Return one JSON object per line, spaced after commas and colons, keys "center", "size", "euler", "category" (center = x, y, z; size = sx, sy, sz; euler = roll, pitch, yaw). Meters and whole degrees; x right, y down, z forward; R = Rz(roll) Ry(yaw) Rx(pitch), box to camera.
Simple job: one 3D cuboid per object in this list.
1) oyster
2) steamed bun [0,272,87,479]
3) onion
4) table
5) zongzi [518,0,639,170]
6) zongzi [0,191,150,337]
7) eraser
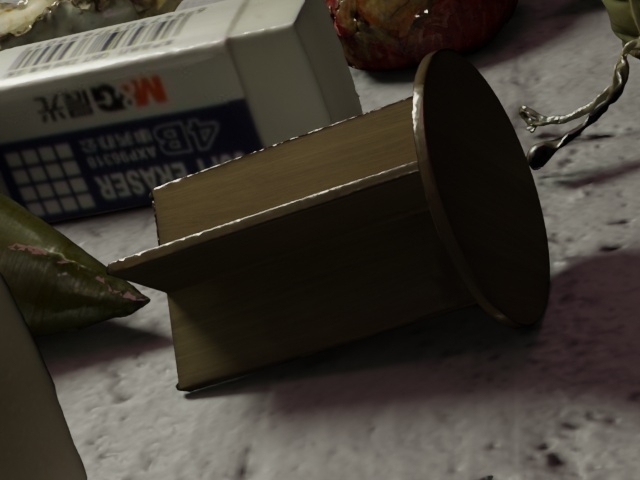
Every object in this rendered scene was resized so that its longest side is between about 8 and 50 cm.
{"center": [-0.268, -0.157, 1.672], "size": [0.166, 0.110, 0.341], "euler": [13, 38, 40], "category": "oyster"}
{"center": [-0.255, 0.081, 1.047], "size": [0.164, 0.242, 0.146], "euler": [-7, 26, 36], "category": "steamed bun"}
{"center": [0.067, -0.221, 1.517], "size": [0.184, 0.147, 0.184], "euler": [-9, 40, 7], "category": "onion"}
{"center": [0.000, 0.000, 1.146], "size": [0.226, 0.167, 0.167], "euler": [-18, 24, 24], "category": "table"}
{"center": [0.364, -0.194, 1.234], "size": [0.447, 0.181, 0.418], "euler": [-39, 32, -30], "category": "zongzi"}
{"center": [-0.269, -0.021, 1.386], "size": [0.360, 0.160, 0.323], "euler": [3, 22, 7], "category": "zongzi"}
{"center": [-0.119, -0.099, 1.430], "size": [0.279, 0.124, 0.081], "euler": [-10, 28, 20], "category": "eraser"}
